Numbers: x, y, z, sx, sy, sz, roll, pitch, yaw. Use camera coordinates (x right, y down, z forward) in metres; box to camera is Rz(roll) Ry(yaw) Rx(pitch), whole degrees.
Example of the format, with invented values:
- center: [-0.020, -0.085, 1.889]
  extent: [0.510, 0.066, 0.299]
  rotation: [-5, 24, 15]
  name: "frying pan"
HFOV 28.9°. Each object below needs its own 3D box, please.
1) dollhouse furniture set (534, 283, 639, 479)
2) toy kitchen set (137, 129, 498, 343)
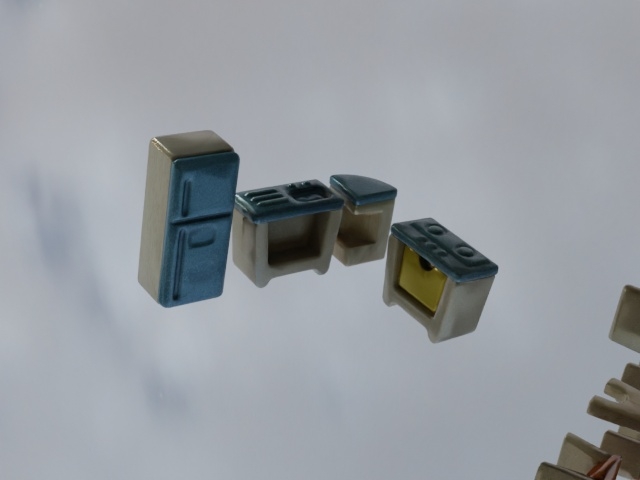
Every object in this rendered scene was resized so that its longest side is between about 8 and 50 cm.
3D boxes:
- center: [0.292, 0.161, 1.034]
  extent: [0.135, 0.259, 0.262]
  rotation: [23, -151, 25]
  name: "dollhouse furniture set"
- center: [0.000, 0.000, 0.898]
  extent: [0.207, 0.122, 0.166]
  rotation: [-12, -146, -33]
  name: "toy kitchen set"
